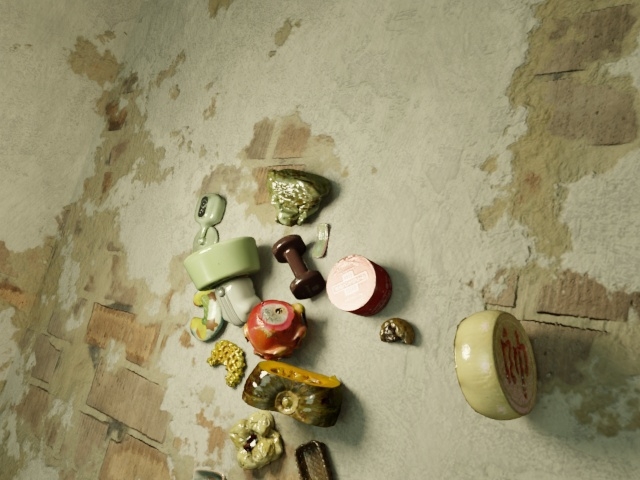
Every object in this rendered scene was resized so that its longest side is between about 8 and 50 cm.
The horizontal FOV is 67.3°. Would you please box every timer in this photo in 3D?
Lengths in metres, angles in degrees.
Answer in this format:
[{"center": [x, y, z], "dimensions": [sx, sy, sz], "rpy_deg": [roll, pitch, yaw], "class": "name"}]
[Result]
[{"center": [-0.337, 0.178, 1.852], "dimensions": [0.290, 0.291, 0.315], "rpy_deg": [-26, 82, 25], "class": "timer"}]

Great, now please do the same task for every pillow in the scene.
[{"center": [-0.468, 0.297, 1.986], "dimensions": [0.214, 0.086, 0.233], "rpy_deg": [-14, 67, 42], "class": "pillow"}]

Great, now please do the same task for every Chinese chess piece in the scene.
[{"center": [0.442, 0.310, 1.213], "dimensions": [0.112, 0.270, 0.270], "rpy_deg": [-19, 62, 40], "class": "Chinese chess piece"}]

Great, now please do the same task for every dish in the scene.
[{"center": [-0.386, 0.930, 1.685], "dimensions": [0.154, 0.064, 0.234], "rpy_deg": [-8, 67, 33], "class": "dish"}]

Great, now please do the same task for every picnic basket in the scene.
[{"center": [-0.012, 0.731, 1.506], "dimensions": [0.110, 0.055, 0.193], "rpy_deg": [-33, 57, 22], "class": "picnic basket"}]

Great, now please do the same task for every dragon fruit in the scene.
[{"center": [-0.155, 0.314, 1.670], "dimensions": [0.224, 0.227, 0.224], "rpy_deg": [0, 55, 0], "class": "dragon fruit"}]

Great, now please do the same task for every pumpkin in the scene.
[{"center": [-0.085, 0.485, 1.548], "dimensions": [0.317, 0.222, 0.139], "rpy_deg": [10, 87, 8], "class": "pumpkin"}]

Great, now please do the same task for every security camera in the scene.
[{"center": [-0.516, -0.067, 2.161], "dimensions": [0.157, 0.080, 0.302], "rpy_deg": [2, 76, 35], "class": "security camera"}]

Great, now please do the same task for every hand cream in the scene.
[{"center": [0.129, 0.151, 1.588], "dimensions": [0.193, 0.125, 0.193], "rpy_deg": [-13, 64, 30], "class": "hand cream"}]

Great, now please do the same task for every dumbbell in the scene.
[{"center": [-0.081, 0.095, 1.749], "dimensions": [0.124, 0.140, 0.225], "rpy_deg": [-28, 56, -2], "class": "dumbbell"}]

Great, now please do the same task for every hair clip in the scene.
[{"center": [0.001, 0.001, 1.802], "dimensions": [0.054, 0.022, 0.137], "rpy_deg": [-3, 71, 35], "class": "hair clip"}]

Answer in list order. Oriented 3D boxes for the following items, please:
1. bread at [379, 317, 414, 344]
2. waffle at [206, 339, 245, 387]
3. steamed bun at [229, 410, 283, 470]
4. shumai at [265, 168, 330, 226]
[{"center": [0.236, 0.282, 1.504], "dimensions": [0.113, 0.060, 0.082], "rpy_deg": [-7, 71, 35], "class": "bread"}, {"center": [-0.366, 0.469, 1.859], "dimensions": [0.194, 0.051, 0.149], "rpy_deg": [17, 81, 38], "class": "waffle"}, {"center": [-0.236, 0.686, 1.649], "dimensions": [0.192, 0.106, 0.177], "rpy_deg": [-35, 54, 21], "class": "steamed bun"}, {"center": [-0.095, -0.160, 1.861], "dimensions": [0.255, 0.189, 0.218], "rpy_deg": [17, 100, 23], "class": "shumai"}]
